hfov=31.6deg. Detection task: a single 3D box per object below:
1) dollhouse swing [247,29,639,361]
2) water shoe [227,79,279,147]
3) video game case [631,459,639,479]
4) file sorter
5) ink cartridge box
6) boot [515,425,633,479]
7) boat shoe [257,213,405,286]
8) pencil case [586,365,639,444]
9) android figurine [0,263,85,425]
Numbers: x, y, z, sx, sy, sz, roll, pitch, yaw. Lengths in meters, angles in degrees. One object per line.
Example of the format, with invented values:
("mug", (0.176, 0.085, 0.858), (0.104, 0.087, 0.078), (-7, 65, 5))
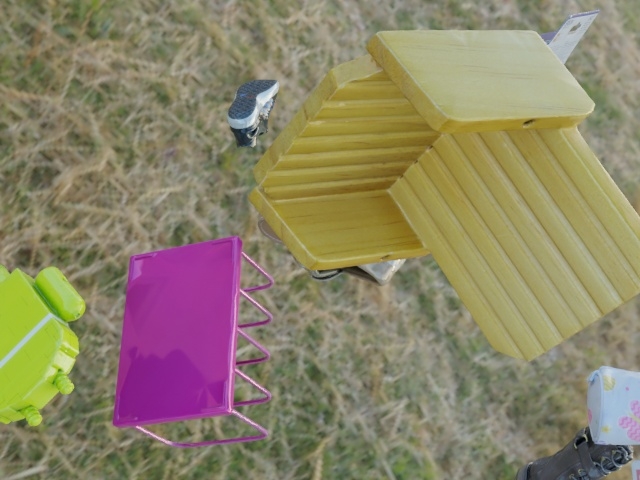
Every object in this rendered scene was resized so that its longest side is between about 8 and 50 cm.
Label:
("dollhouse swing", (0.144, -0.016, 1.298), (0.315, 0.347, 0.305), (-7, 67, -33))
("water shoe", (-0.127, -0.238, 2.113), (0.203, 0.073, 0.080), (-61, 150, -56))
("video game case", (0.409, 0.366, 1.138), (0.025, 0.204, 0.285), (1, 81, -32))
("file sorter", (-0.190, 0.175, 1.835), (0.182, 0.202, 0.290), (46, 40, -54))
("ink cartridge box", (0.328, -0.264, 1.730), (0.045, 0.224, 0.223), (37, 24, 13))
("boot", (0.446, 0.420, 1.968), (0.091, 0.229, 0.263), (39, 29, -19))
("boat shoe", (0.000, 0.000, 1.785), (0.121, 0.341, 0.110), (43, 69, -33))
("pencil case", (0.557, 0.264, 1.775), (0.113, 0.273, 0.124), (-51, 142, -85))
("android figurine", (-0.448, 0.154, 1.639), (0.273, 0.248, 0.056), (41, -4, 37))
